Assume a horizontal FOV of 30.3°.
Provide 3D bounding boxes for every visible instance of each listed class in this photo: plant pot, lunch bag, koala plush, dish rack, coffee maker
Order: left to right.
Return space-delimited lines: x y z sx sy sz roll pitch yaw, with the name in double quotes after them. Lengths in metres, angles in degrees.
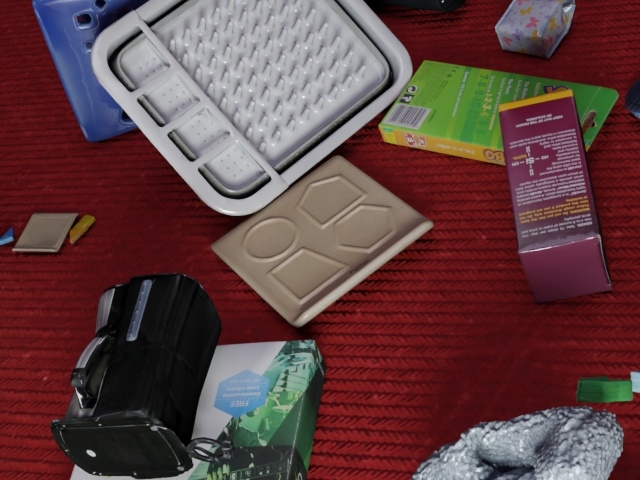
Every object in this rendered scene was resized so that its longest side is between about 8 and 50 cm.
-0.244 -0.306 1.596 0.212 0.236 0.236 -11 43 3 "plant pot"
-0.152 0.132 1.142 0.171 0.120 0.178 11 49 1 "coffee maker"
-0.083 -0.206 1.457 0.333 0.072 0.285 -40 84 -20 "dish rack"
0.150 0.272 0.904 0.203 0.196 0.221 -13 43 27 "koala plush"
0.271 -0.273 1.474 0.071 0.053 0.083 18 66 37 "lunch bag"

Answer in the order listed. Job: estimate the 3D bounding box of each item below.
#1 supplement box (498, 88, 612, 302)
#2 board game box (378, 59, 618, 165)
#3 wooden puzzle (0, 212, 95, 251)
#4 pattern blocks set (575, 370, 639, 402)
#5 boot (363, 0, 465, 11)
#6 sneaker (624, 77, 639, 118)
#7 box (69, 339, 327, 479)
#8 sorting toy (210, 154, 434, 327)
0.237 -0.045 1.205 0.080 0.104 0.188 -11 54 14 "supplement box"
0.208 -0.146 1.387 0.259 0.039 0.124 13 55 35 "board game box"
-0.347 -0.009 1.497 0.116 0.014 0.079 6 46 27 "wooden puzzle"
0.363 0.127 0.901 0.324 0.285 0.026 4 90 34 "pattern blocks set"
0.083 -0.340 1.584 0.207 0.094 0.246 17 50 39 "boot"
0.383 -0.142 1.304 0.053 0.059 0.144 -50 24 16 "sneaker"
-0.130 0.240 1.130 0.232 0.058 0.322 -6 46 17 "box"
0.000 0.000 1.333 0.193 0.038 0.208 -36 40 -14 "sorting toy"
